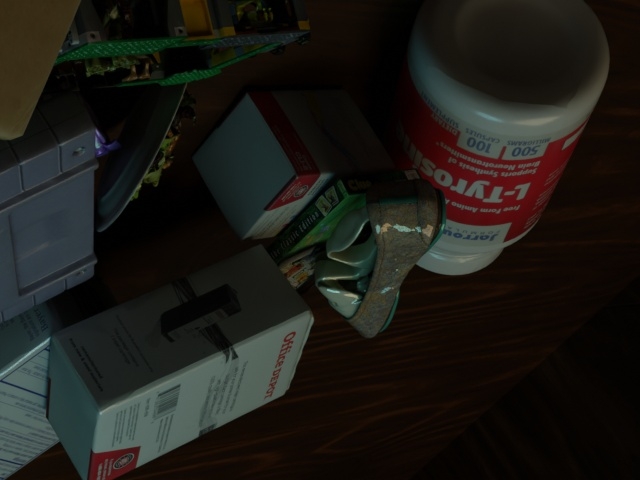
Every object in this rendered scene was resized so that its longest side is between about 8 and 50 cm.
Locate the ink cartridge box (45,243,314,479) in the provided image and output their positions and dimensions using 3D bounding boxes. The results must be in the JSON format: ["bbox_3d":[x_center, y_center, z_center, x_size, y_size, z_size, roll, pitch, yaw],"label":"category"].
[{"bbox_3d":[-0.162,0.142,1.569,0.273,0.114,0.197,-23,153,-27],"label":"ink cartridge box"}]

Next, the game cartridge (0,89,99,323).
[{"bbox_3d":[-0.318,0.007,1.293,0.230,0.068,0.355,-33,166,-20],"label":"game cartridge"}]

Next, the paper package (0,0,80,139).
[{"bbox_3d":[-0.253,-0.249,0.788,0.309,0.168,0.325,19,94,-64],"label":"paper package"}]

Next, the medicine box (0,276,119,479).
[{"bbox_3d":[-0.388,0.155,1.626,0.289,0.149,0.263,-34,158,4],"label":"medicine box"}]

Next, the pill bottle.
[{"bbox_3d":[0.195,-0.128,1.717,0.229,0.229,0.407,-25,156,-19],"label":"pill bottle"}]

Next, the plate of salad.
[{"bbox_3d":[-0.170,-0.094,1.384,0.048,0.200,0.200,28,127,-18],"label":"plate of salad"}]

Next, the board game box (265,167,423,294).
[{"bbox_3d":[0.000,0.000,1.657,0.136,0.030,0.260,-6,152,-44],"label":"board game box"}]

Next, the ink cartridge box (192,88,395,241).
[{"bbox_3d":[-0.029,-0.091,1.625,0.176,0.127,0.128,-9,150,-47],"label":"ink cartridge box"}]

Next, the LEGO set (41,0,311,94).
[{"bbox_3d":[-0.170,-0.238,1.156,0.331,0.192,0.255,-12,179,-35],"label":"LEGO set"}]

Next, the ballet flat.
[{"bbox_3d":[0.051,0.021,1.618,0.106,0.107,0.316,0,148,-15],"label":"ballet flat"}]

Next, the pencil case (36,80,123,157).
[{"bbox_3d":[-0.303,-0.071,1.360,0.206,0.088,0.086,-36,157,4],"label":"pencil case"}]
